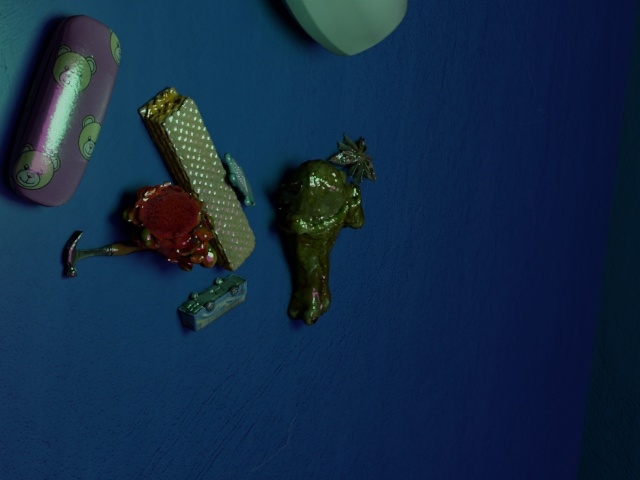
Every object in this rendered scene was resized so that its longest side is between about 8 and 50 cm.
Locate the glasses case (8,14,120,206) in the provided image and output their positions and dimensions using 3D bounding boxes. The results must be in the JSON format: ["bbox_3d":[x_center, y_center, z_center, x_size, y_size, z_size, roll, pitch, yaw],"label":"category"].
[{"bbox_3d":[-0.412,-0.210,1.577,0.123,0.076,0.316,27,77,-50],"label":"glasses case"}]

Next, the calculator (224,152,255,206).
[{"bbox_3d":[-0.155,-0.113,1.904,0.141,0.019,0.094,58,14,-61],"label":"calculator"}]

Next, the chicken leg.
[{"bbox_3d":[0.006,-0.013,2.079,0.212,0.140,0.361,-21,125,-24],"label":"chicken leg"}]

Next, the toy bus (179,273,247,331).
[{"bbox_3d":[-0.208,0.121,1.912,0.153,0.051,0.061,-32,133,-42],"label":"toy bus"}]

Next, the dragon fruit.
[{"bbox_3d":[-0.255,-0.017,1.749,0.133,0.150,0.207,-55,129,-17],"label":"dragon fruit"}]

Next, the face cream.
[{"bbox_3d":[0.030,-0.567,1.917,0.312,0.220,0.357,-54,133,-27],"label":"face cream"}]

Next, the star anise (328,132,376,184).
[{"bbox_3d":[0.067,-0.182,2.172,0.129,0.056,0.124,-7,78,-45],"label":"star anise"}]

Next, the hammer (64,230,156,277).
[{"bbox_3d":[-0.366,0.013,1.721,0.201,0.021,0.078,-10,105,-49],"label":"hammer"}]

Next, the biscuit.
[{"bbox_3d":[-0.221,-0.109,1.842,0.094,0.054,0.378,-47,130,-34],"label":"biscuit"}]
